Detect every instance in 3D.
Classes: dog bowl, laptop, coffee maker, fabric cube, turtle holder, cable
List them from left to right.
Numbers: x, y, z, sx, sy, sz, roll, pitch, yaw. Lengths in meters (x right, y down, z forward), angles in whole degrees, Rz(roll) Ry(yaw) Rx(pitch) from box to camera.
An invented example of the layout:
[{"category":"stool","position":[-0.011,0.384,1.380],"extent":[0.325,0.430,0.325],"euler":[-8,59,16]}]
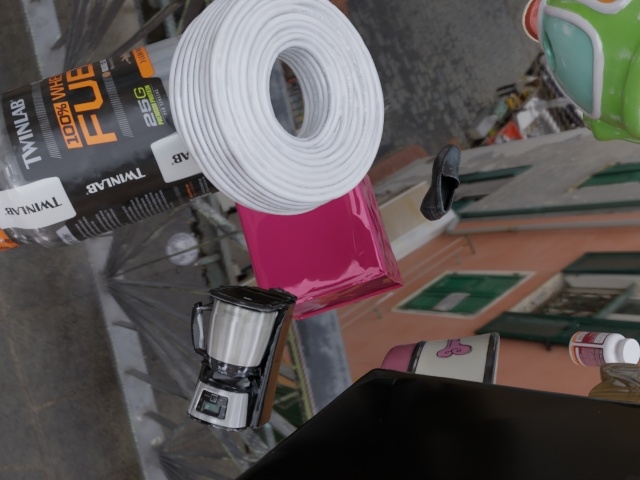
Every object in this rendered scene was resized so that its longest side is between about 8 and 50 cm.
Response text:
[{"category":"coffee maker","position":[-0.096,0.159,1.047],"extent":[0.171,0.120,0.178],"euler":[7,98,-49]},{"category":"cable","position":[-0.041,-0.156,0.853],"extent":[0.257,0.089,0.257],"euler":[-40,115,-38]},{"category":"fabric cube","position":[0.000,0.000,1.555],"extent":[0.254,0.259,0.258],"euler":[-18,78,10]},{"category":"laptop","position":[0.060,0.299,0.471],"extent":[0.408,0.382,0.236],"euler":[-33,107,-32]},{"category":"dog bowl","position":[0.151,0.320,1.046],"extent":[0.151,0.408,0.407],"euler":[5,85,14]},{"category":"turtle holder","position":[0.428,-0.265,1.021],"extent":[0.320,0.227,0.243],"euler":[14,106,-56]}]

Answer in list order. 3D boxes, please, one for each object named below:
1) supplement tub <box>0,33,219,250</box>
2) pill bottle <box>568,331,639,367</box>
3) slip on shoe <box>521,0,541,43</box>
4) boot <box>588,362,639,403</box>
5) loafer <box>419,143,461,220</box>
[{"category":"supplement tub","position":[-0.277,-0.118,0.974],"extent":[0.338,0.207,0.207],"euler":[-21,100,-8]},{"category":"pill bottle","position":[0.688,0.266,1.851],"extent":[0.086,0.152,0.086],"euler":[2,87,-33]},{"category":"slip on shoe","position":[0.495,-0.387,1.250],"extent":[0.101,0.332,0.123],"euler":[-17,106,-64]},{"category":"boot","position":[0.504,0.335,1.282],"extent":[0.262,0.095,0.203],"euler":[-24,110,-67]},{"category":"loafer","position":[0.315,-0.147,1.898],"extent":[0.076,0.078,0.223],"euler":[38,60,-29]}]
